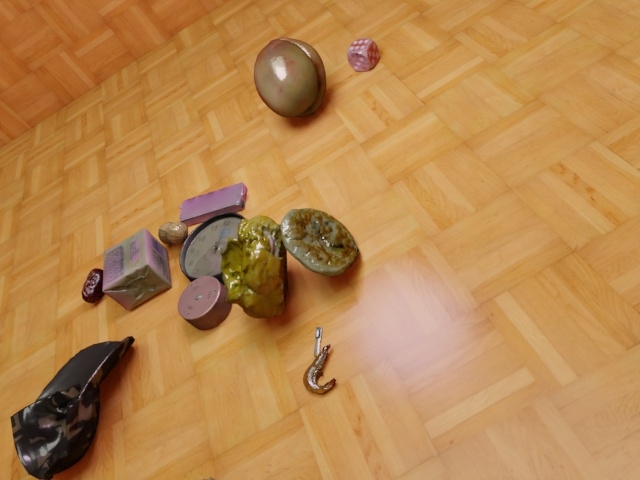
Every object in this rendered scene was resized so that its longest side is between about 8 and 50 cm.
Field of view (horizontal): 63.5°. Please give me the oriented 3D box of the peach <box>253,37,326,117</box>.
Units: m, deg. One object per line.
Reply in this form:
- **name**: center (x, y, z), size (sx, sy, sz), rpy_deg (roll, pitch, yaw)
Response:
- **peach**: center (-0.113, -0.588, 1.883), size (0.247, 0.292, 0.292), rpy_deg (-33, 39, 40)

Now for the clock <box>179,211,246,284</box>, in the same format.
- **clock**: center (-0.334, 0.026, 1.686), size (0.281, 0.055, 0.280), rpy_deg (-15, 49, 19)

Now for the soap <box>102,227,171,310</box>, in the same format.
- **soap**: center (-0.616, 0.096, 1.730), size (0.182, 0.138, 0.199), rpy_deg (-29, 45, 5)

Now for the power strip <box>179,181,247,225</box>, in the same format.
- **power strip**: center (-0.384, -0.128, 1.850), size (0.279, 0.037, 0.109), rpy_deg (-15, 49, 19)

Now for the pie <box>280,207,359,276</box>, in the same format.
- **pie**: center (0.000, 0.000, 1.413), size (0.054, 0.241, 0.240), rpy_deg (-53, 33, 38)

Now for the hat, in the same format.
- **hat**: center (-0.671, 0.464, 1.489), size (0.366, 0.257, 0.382), rpy_deg (-14, 11, 40)

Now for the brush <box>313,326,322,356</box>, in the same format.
- **brush**: center (-0.008, 0.260, 1.340), size (0.016, 0.013, 0.083), rpy_deg (-9, 52, 21)

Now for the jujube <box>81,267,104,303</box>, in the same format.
- **jujube**: center (-0.793, 0.161, 1.824), size (0.077, 0.077, 0.129), rpy_deg (-8, 53, 24)

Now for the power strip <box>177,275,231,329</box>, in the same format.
- **power strip**: center (-0.347, 0.185, 1.548), size (0.154, 0.078, 0.154), rpy_deg (-16, 49, 19)

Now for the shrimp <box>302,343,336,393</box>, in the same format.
- **shrimp**: center (0.009, 0.316, 1.276), size (0.091, 0.025, 0.127), rpy_deg (10, 65, 35)

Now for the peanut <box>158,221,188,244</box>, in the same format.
- **peanut**: center (-0.510, -0.024, 1.784), size (0.187, 0.082, 0.082), rpy_deg (-1, 52, 52)

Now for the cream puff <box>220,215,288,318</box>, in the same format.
- **cream puff**: center (-0.183, 0.075, 1.405), size (0.185, 0.281, 0.281), rpy_deg (-2, 51, 3)

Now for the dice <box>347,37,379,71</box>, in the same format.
- **dice**: center (0.162, -0.705, 1.966), size (0.093, 0.091, 0.094), rpy_deg (9, 59, 35)

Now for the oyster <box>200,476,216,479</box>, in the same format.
- **oyster**: center (-0.253, 0.596, 1.180), size (0.177, 0.056, 0.105), rpy_deg (-24, 58, 12)
